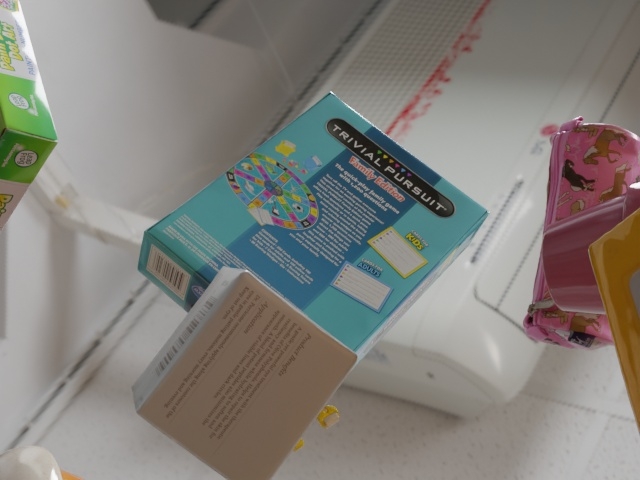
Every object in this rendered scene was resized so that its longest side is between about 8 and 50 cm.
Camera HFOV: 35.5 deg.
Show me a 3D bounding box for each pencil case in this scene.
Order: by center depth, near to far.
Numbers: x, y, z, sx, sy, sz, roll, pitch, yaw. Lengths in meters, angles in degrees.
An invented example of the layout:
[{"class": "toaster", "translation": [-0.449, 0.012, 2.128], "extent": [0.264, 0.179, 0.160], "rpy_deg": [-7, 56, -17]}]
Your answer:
[{"class": "pencil case", "translation": [0.449, -0.008, 1.705], "extent": [0.160, 0.167, 0.386], "rpy_deg": [7, -98, 26]}]

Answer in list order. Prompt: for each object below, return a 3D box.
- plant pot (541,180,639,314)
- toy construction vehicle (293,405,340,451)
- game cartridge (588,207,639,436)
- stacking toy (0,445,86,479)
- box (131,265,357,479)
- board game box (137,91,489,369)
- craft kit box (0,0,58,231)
[{"class": "plant pot", "translation": [0.415, 0.024, 1.386], "extent": [0.180, 0.201, 0.201], "rpy_deg": [-11, -140, 33]}, {"class": "toy construction vehicle", "translation": [-0.029, 0.195, 1.216], "extent": [0.086, 0.098, 0.035], "rpy_deg": [-31, 173, -36]}, {"class": "game cartridge", "translation": [0.299, 0.081, 0.607], "extent": [0.285, 0.053, 0.323], "rpy_deg": [131, -39, -50]}, {"class": "stacking toy", "translation": [-0.096, 0.389, 0.848], "extent": [0.350, 0.480, 0.350], "rpy_deg": [-45, -145, 45]}, {"class": "box", "translation": [-0.049, 0.080, 0.601], "extent": [0.101, 0.087, 0.102], "rpy_deg": [-53, -171, -7]}, {"class": "board game box", "translation": [0.000, 0.000, 1.153], "extent": [0.254, 0.079, 0.336], "rpy_deg": [39, -129, 12]}, {"class": "craft kit box", "translation": [-0.350, -0.096, 0.960], "extent": [0.246, 0.061, 0.250], "rpy_deg": [-51, -134, 31]}]
